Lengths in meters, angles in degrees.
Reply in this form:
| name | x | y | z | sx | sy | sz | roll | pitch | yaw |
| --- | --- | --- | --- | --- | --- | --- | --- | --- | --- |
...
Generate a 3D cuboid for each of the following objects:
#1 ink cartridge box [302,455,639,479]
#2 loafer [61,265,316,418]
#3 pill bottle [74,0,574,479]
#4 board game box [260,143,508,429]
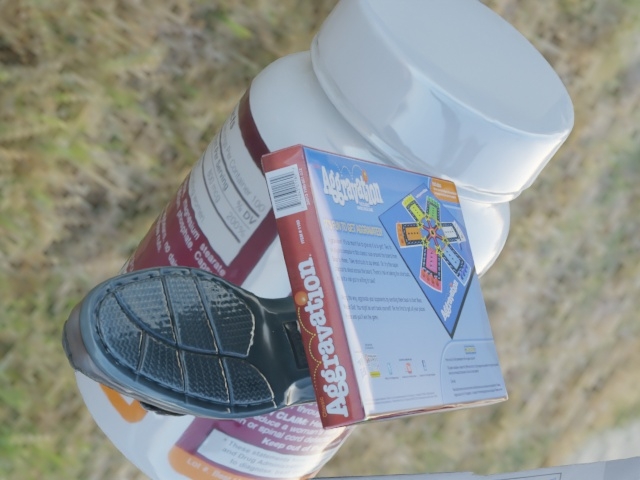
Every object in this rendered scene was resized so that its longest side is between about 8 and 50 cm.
| name | x | y | z | sx | sy | sz | roll | pitch | yaw |
| --- | --- | --- | --- | --- | --- | --- | --- | --- | --- |
| ink cartridge box | 0.076 | 0.280 | 1.261 | 0.066 | 0.261 | 0.296 | 59 | 36 | -39 |
| loafer | -0.058 | 0.076 | 1.242 | 0.267 | 0.096 | 0.084 | 5 | 155 | -44 |
| pill bottle | 0.000 | 0.000 | 1.486 | 0.224 | 0.224 | 0.392 | -5 | 140 | -51 |
| board game box | 0.043 | 0.028 | 1.124 | 0.281 | 0.027 | 0.145 | 7 | 69 | -70 |
